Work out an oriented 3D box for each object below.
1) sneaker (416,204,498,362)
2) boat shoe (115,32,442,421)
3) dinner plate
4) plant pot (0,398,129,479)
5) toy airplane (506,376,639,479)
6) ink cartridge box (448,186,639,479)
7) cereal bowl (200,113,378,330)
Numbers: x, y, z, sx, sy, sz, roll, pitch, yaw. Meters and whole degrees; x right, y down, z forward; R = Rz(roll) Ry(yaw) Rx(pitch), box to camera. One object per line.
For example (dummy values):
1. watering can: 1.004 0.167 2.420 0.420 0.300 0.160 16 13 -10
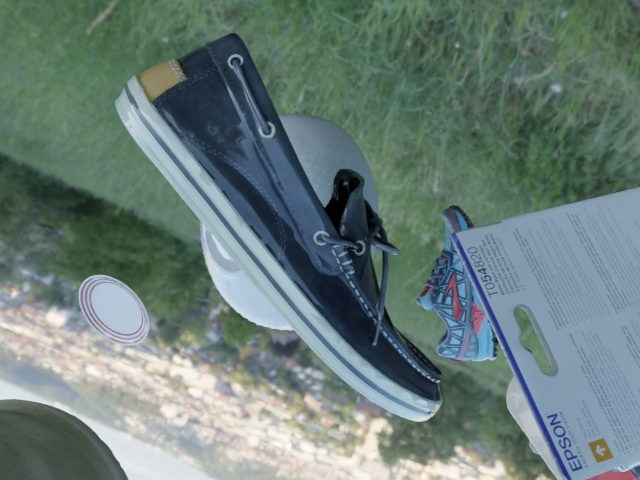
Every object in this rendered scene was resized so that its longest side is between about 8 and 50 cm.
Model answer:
1. sneaker: 0.216 0.074 1.130 0.125 0.262 0.104 -10 174 13
2. boat shoe: 0.000 0.000 0.737 0.500 0.156 0.187 52 180 -16
3. dinner plate: -0.349 0.117 1.165 0.141 0.017 0.141 10 119 19
4. plant pot: -0.314 0.209 0.351 0.333 0.334 0.305 12 159 29
5. toy airplane: 0.434 0.358 0.960 0.272 0.386 0.384 -2 164 -26
6. ink cartridge box: 0.243 0.070 0.576 0.224 0.223 0.045 -12 153 -14
7. cereal bowl: -0.080 -0.029 1.044 0.141 0.339 0.339 2 180 -44
